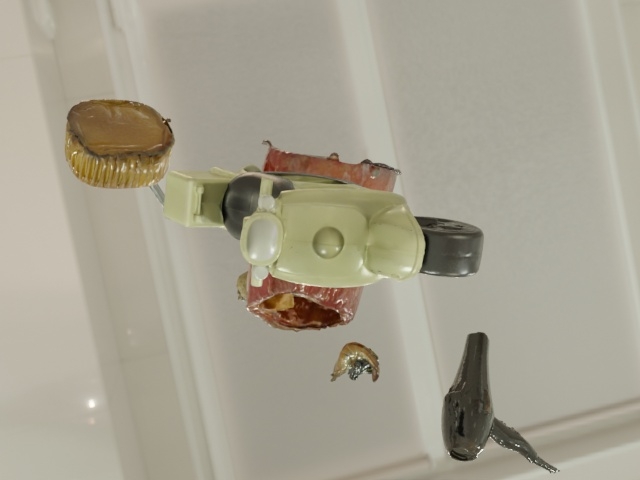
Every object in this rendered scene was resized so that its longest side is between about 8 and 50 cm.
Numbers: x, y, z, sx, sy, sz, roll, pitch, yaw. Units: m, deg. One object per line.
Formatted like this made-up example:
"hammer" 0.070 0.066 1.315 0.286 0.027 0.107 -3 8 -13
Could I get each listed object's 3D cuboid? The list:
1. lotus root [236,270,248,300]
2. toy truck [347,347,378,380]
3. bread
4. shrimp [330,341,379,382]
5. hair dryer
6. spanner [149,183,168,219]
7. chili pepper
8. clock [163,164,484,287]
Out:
"lotus root" -0.141 0.095 1.915 0.072 0.063 0.152 19 140 -33
"toy truck" 0.098 0.293 2.105 0.083 0.049 0.054 -15 -135 -35
"bread" -0.372 -0.172 1.614 0.199 0.199 0.104 -13 141 -34
"shrimp" 0.063 0.247 1.671 0.025 0.091 0.127 -41 173 -49
"hair dryer" 0.413 0.403 1.952 0.120 0.359 0.303 -32 -152 40
"spanner" -0.385 -0.127 2.019 0.018 0.071 0.302 -8 160 2
"chili pepper" 0.000 0.000 1.454 0.229 0.305 0.251 7 172 13
"clock" -0.013 -0.022 1.061 0.277 0.120 0.379 -1 -169 -32
